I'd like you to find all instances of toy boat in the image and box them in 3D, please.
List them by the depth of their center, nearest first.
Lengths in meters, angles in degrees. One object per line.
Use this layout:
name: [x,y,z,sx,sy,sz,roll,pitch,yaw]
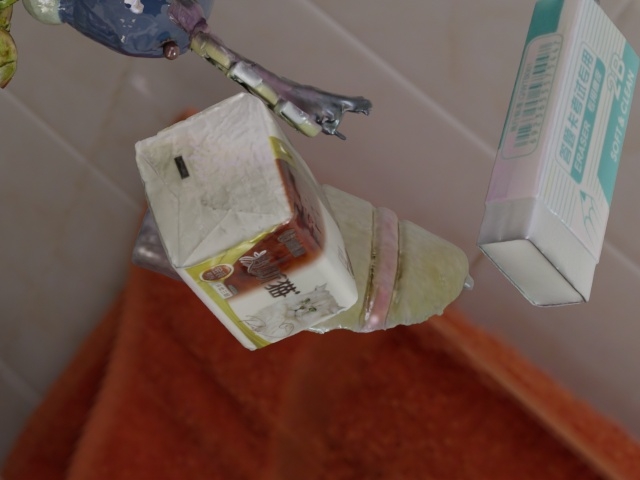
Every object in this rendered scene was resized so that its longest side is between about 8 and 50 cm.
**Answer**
toy boat: [-0.031,-0.004,1.626,0.276,0.293,0.111,-42,153,-61]

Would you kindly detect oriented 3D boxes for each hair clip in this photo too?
hair clip: [-0.044,-0.135,1.636,0.056,0.187,0.146,-60,-158,9]

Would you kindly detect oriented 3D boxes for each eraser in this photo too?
eraser: [0.179,-0.070,1.422,0.095,0.052,0.225,44,51,-40]

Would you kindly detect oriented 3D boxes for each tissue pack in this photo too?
tissue pack: [-0.046,-0.010,1.278,0.099,0.106,0.149,-24,152,6]

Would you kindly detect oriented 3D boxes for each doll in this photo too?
doll: [-0.151,-0.299,1.855,0.228,0.154,0.258,0,124,-42]

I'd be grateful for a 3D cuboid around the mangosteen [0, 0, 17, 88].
mangosteen: [-0.328,-0.186,1.597,0.180,0.166,0.166,-18,164,4]
